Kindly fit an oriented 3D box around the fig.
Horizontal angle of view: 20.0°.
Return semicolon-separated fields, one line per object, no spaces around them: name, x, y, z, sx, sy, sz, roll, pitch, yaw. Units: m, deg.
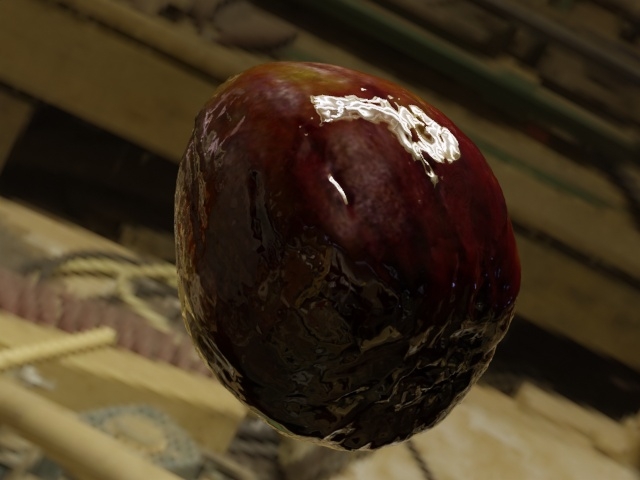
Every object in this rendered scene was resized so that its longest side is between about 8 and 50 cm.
fig;0.009;0.006;1.160;0.224;0.224;0.263;-21;91;-65
